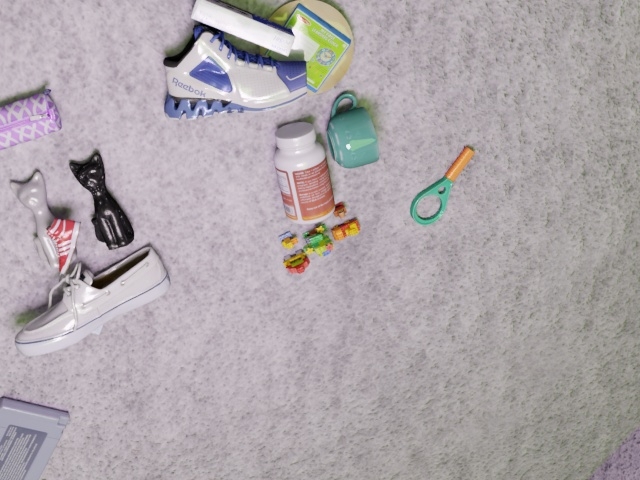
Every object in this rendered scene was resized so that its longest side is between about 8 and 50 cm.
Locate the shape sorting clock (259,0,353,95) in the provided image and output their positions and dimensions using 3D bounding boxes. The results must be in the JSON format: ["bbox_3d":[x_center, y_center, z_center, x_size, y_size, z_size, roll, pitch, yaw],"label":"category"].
[{"bbox_3d":[-0.030,-0.418,1.614,0.206,0.040,0.206,-3,119,-5],"label":"shape sorting clock"}]

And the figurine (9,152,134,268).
[{"bbox_3d":[-0.543,-0.067,1.620,0.215,0.092,0.209,-19,114,-7],"label":"figurine"}]

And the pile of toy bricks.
[{"bbox_3d":[0.000,0.000,1.817,0.212,0.105,0.118,-26,122,-3],"label":"pile of toy bricks"}]

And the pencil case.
[{"bbox_3d":[-0.624,-0.229,1.494,0.206,0.088,0.086,-22,120,-5],"label":"pencil case"}]

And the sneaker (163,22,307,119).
[{"bbox_3d":[-0.185,-0.361,1.530,0.316,0.127,0.182,-9,120,-1],"label":"sneaker"}]

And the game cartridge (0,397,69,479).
[{"bbox_3d":[-0.787,0.531,1.880,0.198,0.062,0.297,24,108,-23],"label":"game cartridge"}]

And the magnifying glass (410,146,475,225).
[{"bbox_3d":[0.314,-0.137,1.894,0.092,0.026,0.231,26,106,-28],"label":"magnifying glass"}]

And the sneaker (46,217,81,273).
[{"bbox_3d":[-0.555,0.010,1.576,0.067,0.042,0.118,15,96,-20],"label":"sneaker"}]

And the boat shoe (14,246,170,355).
[{"bbox_3d":[-0.527,0.115,1.669,0.367,0.136,0.156,-26,120,-17],"label":"boat shoe"}]

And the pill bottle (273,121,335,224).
[{"bbox_3d":[-0.040,-0.155,1.709,0.121,0.121,0.216,-17,122,-9],"label":"pill bottle"}]

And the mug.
[{"bbox_3d":[0.064,-0.241,1.705,0.097,0.157,0.129,-18,146,-6],"label":"mug"}]

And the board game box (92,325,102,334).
[{"bbox_3d":[-0.559,0.177,1.778,0.090,0.020,0.090,18,110,-25],"label":"board game box"}]

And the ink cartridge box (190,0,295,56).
[{"bbox_3d":[-0.157,-0.439,1.508,0.207,0.097,0.046,19,111,-15],"label":"ink cartridge box"}]
